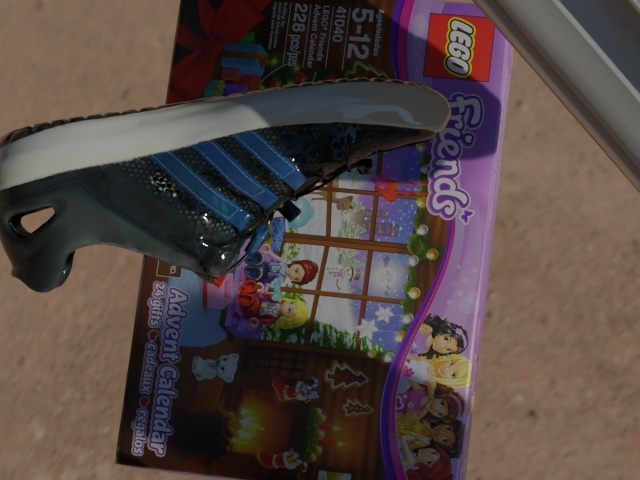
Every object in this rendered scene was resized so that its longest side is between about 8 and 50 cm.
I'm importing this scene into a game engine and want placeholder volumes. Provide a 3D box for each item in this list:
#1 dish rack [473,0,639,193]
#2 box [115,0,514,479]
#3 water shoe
[{"bbox_3d":[0.132,-0.078,0.696,0.333,0.072,0.285,50,20,-1],"label":"dish rack"},{"bbox_3d":[0.000,0.000,0.988,0.201,0.057,0.293,6,83,10],"label":"box"},{"bbox_3d":[-0.041,-0.023,0.735,0.203,0.073,0.080,-9,94,1],"label":"water shoe"}]
